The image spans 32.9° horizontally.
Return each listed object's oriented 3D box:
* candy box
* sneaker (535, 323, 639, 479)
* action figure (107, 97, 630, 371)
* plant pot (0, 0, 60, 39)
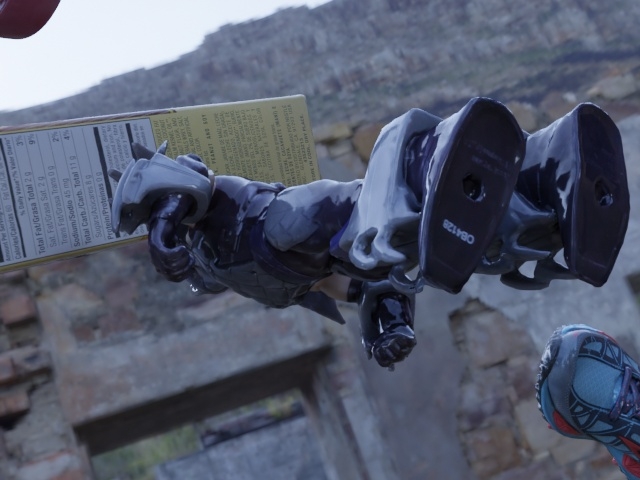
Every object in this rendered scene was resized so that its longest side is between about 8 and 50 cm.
[{"bbox_3d":[-0.171,-0.032,0.742,0.183,0.088,0.316,-9,5,43],"label":"candy box"},{"bbox_3d":[0.303,0.155,0.976,0.262,0.104,0.125,36,-21,-31],"label":"sneaker"},{"bbox_3d":[0.000,0.000,0.521,0.185,0.099,0.285,17,-18,-31],"label":"action figure"},{"bbox_3d":[-0.358,-0.301,1.027,0.180,0.201,0.201,2,-29,-42],"label":"plant pot"}]
